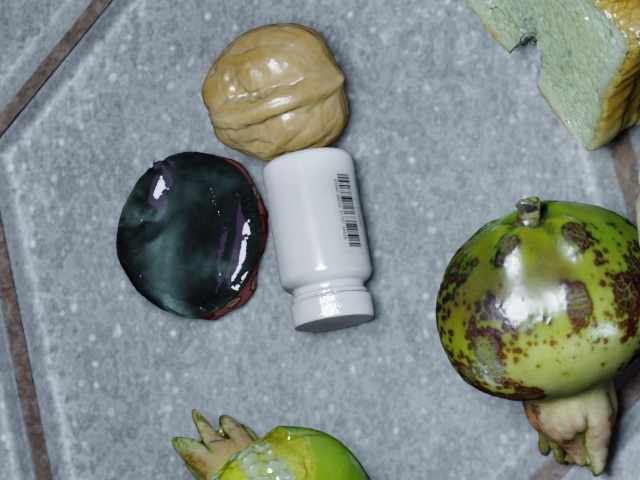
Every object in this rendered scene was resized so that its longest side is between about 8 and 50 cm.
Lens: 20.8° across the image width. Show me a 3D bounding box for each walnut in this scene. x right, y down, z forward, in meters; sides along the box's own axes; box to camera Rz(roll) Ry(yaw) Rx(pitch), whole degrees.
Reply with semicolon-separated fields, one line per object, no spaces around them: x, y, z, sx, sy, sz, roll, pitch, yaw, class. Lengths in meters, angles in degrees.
-0.048;-0.162;1.924;0.166;0.149;0.166;7;114;16;walnut

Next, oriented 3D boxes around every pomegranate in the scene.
-0.059;0.293;1.844;0.236;0.236;0.302;-59;34;8;pomegranate
0.231;0.097;1.715;0.222;0.204;0.276;-9;82;13;pomegranate

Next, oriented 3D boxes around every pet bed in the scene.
-0.146;-0.008;1.997;0.201;0.053;0.201;-3;83;25;pet bed

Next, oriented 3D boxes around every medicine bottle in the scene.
0.000;0.000;1.896;0.103;0.103;0.187;-15;77;24;medicine bottle

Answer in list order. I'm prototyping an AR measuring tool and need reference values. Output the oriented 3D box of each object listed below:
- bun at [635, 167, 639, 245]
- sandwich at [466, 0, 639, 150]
0.387;-0.065;1.630;0.259;0.259;0.160;-47;71;13;bun
0.244;-0.247;1.740;0.095;0.249;0.273;-30;68;-15;sandwich
